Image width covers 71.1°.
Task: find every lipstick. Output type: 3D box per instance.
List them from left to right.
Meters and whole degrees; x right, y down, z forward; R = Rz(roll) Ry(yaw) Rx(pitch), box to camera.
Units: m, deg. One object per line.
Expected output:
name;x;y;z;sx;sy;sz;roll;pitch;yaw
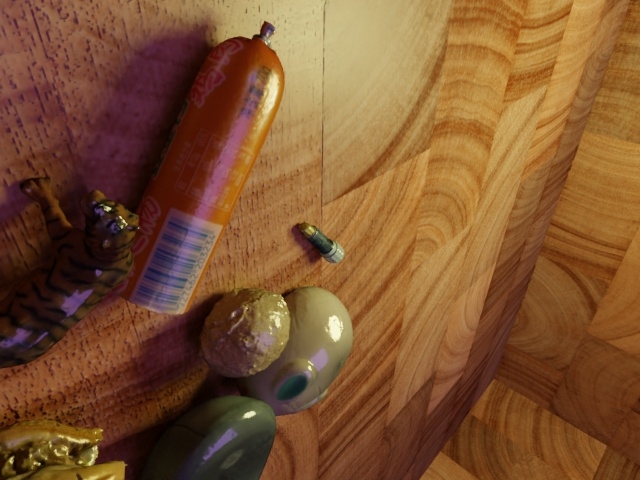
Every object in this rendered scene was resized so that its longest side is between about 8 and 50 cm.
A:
lipstick;0.000;0.000;0.734;0.037;0.037;0.116;-56;142;-8

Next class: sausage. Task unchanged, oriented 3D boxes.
sausage;-0.118;-0.081;0.468;0.093;0.093;0.311;18;98;-56

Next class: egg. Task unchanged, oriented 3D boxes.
egg;-0.102;0.125;0.623;0.140;0.118;0.116;-40;99;-15

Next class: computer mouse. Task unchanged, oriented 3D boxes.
computer mouse;-0.179;0.354;0.672;0.188;0.122;0.370;-15;132;-44

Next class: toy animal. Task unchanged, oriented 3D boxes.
toy animal;-0.252;0.067;0.372;0.255;0.116;0.114;-51;144;-14

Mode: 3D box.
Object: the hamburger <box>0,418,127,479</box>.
hamburger;-0.330;0.302;0.411;0.283;0.144;0.156;-50;147;-14

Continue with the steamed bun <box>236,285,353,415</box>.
steamed bun;-0.031;0.191;0.743;0.228;0.131;0.177;-48;146;-23
